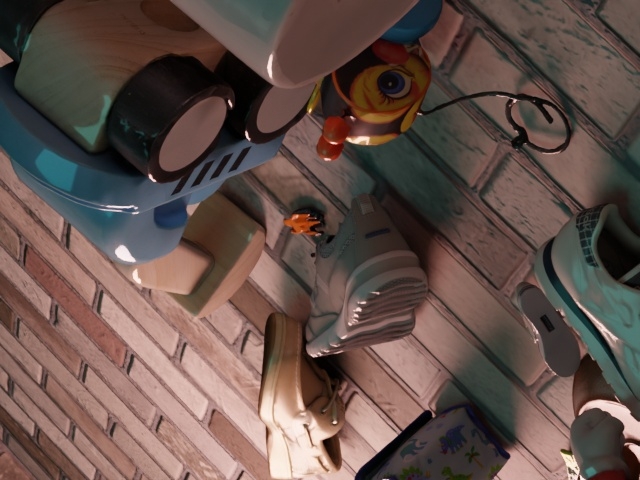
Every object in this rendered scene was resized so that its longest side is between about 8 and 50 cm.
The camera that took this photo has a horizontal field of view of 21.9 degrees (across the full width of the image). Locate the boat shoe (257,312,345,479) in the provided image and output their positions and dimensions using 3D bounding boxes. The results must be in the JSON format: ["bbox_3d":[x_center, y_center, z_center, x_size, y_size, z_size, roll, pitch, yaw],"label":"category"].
[{"bbox_3d":[-0.018,0.186,1.944,0.098,0.109,0.302,2,141,4],"label":"boat shoe"}]

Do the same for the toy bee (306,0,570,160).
[{"bbox_3d":[0.034,-0.150,1.316,0.298,0.162,0.195,33,148,31],"label":"toy bee"}]

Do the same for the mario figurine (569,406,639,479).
[{"bbox_3d":[0.307,0.215,1.292,0.320,0.198,0.170,-166,73,-85],"label":"mario figurine"}]

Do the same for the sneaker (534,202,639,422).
[{"bbox_3d":[0.274,0.074,1.329,0.235,0.090,0.095,46,143,1],"label":"sneaker"}]

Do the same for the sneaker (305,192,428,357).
[{"bbox_3d":[0.043,0.039,1.668,0.281,0.105,0.115,123,133,-65],"label":"sneaker"}]

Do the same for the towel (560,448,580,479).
[{"bbox_3d":[0.274,0.240,1.633,0.083,0.009,0.060,27,147,39],"label":"towel"}]

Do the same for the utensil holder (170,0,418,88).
[{"bbox_3d":[-0.064,-0.334,1.045,0.385,0.327,0.327,42,154,9],"label":"utensil holder"}]

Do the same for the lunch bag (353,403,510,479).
[{"bbox_3d":[0.109,0.249,1.770,0.096,0.129,0.151,51,156,0],"label":"lunch bag"}]

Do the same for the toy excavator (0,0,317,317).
[{"bbox_3d":[-0.168,-0.069,1.634,0.222,0.433,0.445,40,125,19],"label":"toy excavator"}]

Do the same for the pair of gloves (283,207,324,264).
[{"bbox_3d":[0.000,0.000,1.746,0.083,0.010,0.074,53,153,-13],"label":"pair of gloves"}]

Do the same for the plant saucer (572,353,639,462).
[{"bbox_3d":[0.298,0.186,1.492,0.198,0.036,0.199,37,151,24],"label":"plant saucer"}]

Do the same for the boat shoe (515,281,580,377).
[{"bbox_3d":[0.205,0.079,1.505,0.100,0.035,0.035,56,-178,-21],"label":"boat shoe"}]
